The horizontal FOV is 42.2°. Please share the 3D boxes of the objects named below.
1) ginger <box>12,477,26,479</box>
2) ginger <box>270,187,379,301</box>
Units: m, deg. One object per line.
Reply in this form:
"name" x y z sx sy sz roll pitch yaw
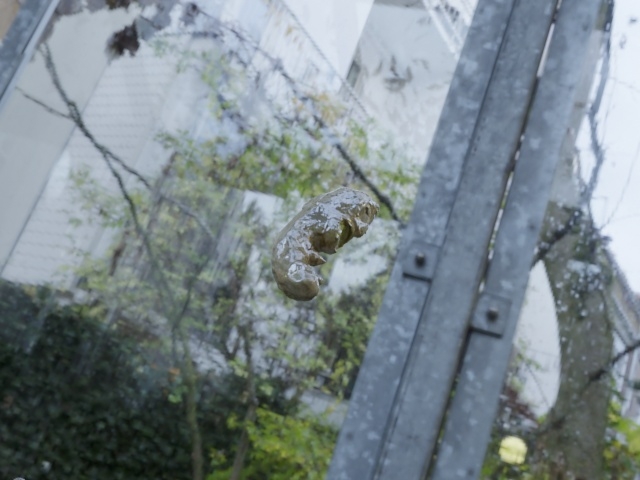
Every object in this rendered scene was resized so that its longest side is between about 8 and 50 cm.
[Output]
"ginger" -0.311 0.131 0.509 0.358 0.211 0.413 51 2 13
"ginger" -0.004 0.000 0.776 0.070 0.173 0.051 17 -48 17
